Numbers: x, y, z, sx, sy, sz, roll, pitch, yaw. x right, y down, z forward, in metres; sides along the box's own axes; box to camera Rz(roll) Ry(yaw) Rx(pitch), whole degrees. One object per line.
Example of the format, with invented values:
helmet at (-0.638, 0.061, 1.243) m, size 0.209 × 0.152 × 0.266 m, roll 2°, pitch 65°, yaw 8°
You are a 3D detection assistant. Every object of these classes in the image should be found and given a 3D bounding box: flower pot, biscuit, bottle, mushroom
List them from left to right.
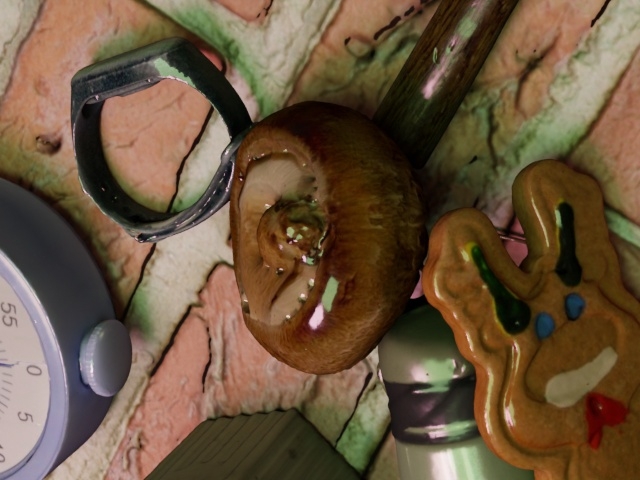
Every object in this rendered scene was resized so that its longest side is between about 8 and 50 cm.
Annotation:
flower pot at (-0.081, 0.312, 1.375) m, size 0.239 × 0.189 × 0.209 m, roll -13°, pitch 104°, yaw 25°
mushroom at (0.000, 0.000, 1.210) m, size 0.153 × 0.253 × 0.253 m, roll 3°, pitch 119°, yaw -26°
bottle at (0.152, 0.218, 1.260) m, size 0.168 × 0.168 × 0.347 m, roll -11°, pitch 101°, yaw 26°
biscuit at (0.216, 0.101, 1.175) m, size 0.047 × 0.202 × 0.334 m, roll 2°, pitch 115°, yaw 64°

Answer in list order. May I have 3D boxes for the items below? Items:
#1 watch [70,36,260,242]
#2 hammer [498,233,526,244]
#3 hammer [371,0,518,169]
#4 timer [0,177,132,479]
watch at (-0.156, -0.099, 1.318) m, size 0.206 × 0.068 × 0.193 m, roll -13°, pitch 108°, yaw 31°
hammer at (0.190, 0.001, 1.240) m, size 0.123 × 0.014 × 0.029 m, roll 14°, pitch 123°, yaw 16°
hammer at (0.153, -0.239, 1.134) m, size 0.242 × 0.095 × 0.409 m, roll 34°, pitch 124°, yaw 7°
timer at (-0.390, 0.113, 1.437) m, size 0.395 × 0.173 × 0.395 m, roll 8°, pitch 111°, yaw 20°
